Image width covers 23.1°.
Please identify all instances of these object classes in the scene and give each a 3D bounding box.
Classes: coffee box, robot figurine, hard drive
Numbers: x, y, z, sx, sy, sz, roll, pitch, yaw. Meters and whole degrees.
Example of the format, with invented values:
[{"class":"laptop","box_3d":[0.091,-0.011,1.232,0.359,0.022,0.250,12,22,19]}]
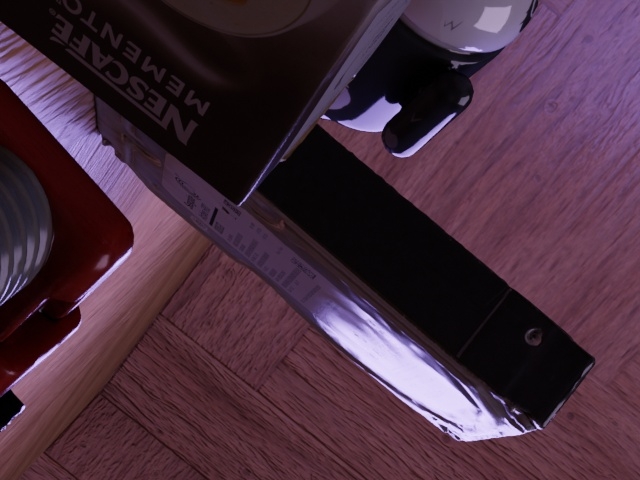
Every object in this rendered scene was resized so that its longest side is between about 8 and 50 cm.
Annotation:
[{"class":"coffee box","box_3d":[-0.016,-0.139,0.558,0.098,0.141,0.246,-52,180,-36]},{"class":"robot figurine","box_3d":[0.071,-0.201,1.373,0.173,0.209,0.278,-40,-178,-41]},{"class":"hard drive","box_3d":[0.000,0.000,1.007,0.064,0.339,0.237,-49,180,-11]}]

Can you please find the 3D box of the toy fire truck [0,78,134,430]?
[{"class":"toy fire truck","box_3d":[-0.128,-0.017,0.478,0.246,0.158,0.217,-41,-177,19]}]
